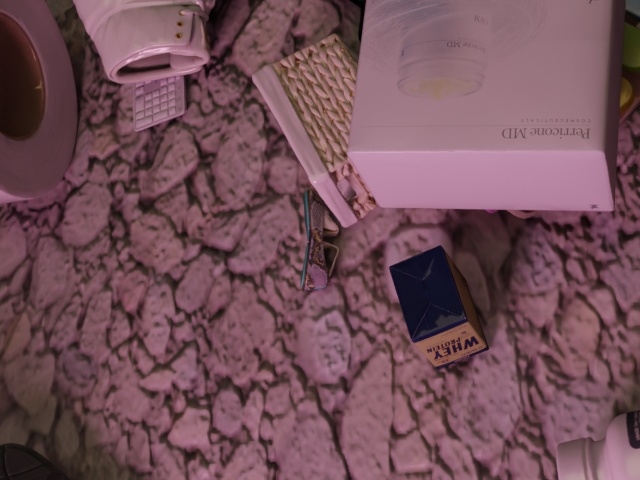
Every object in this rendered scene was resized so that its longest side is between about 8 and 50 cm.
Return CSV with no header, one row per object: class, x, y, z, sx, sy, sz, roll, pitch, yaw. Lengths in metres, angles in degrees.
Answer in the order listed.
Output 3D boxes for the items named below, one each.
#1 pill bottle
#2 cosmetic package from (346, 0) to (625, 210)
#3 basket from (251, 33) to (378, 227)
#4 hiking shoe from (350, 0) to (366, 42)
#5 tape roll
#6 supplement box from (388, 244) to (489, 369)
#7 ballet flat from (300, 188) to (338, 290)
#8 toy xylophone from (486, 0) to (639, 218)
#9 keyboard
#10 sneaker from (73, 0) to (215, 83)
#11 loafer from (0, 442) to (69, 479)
pill bottle,0.293,0.189,1.040,0.180,0.108,0.108,-14,61,17
cosmetic package,0.157,-0.153,1.146,0.224,0.138,0.225,1,71,17
basket,0.019,-0.119,1.312,0.103,0.113,0.167,-32,58,4
hiking shoe,0.011,-0.345,1.398,0.132,0.113,0.304,-42,71,7
tape roll,-0.392,-0.179,1.423,0.100,0.286,0.286,-9,63,21
supplement box,0.113,0.065,1.196,0.056,0.083,0.083,-23,59,12
ballet flat,0.000,0.000,1.311,0.041,0.041,0.114,-9,63,20
toy xylophone,0.223,-0.169,1.264,0.236,0.081,0.323,30,80,33
keyboard,-0.199,-0.250,1.533,0.072,0.014,0.256,-14,60,17
sneaker,-0.135,-0.284,1.473,0.292,0.108,0.169,-24,70,1
loafer,-0.245,0.307,1.255,0.096,0.084,0.267,-33,55,-32
